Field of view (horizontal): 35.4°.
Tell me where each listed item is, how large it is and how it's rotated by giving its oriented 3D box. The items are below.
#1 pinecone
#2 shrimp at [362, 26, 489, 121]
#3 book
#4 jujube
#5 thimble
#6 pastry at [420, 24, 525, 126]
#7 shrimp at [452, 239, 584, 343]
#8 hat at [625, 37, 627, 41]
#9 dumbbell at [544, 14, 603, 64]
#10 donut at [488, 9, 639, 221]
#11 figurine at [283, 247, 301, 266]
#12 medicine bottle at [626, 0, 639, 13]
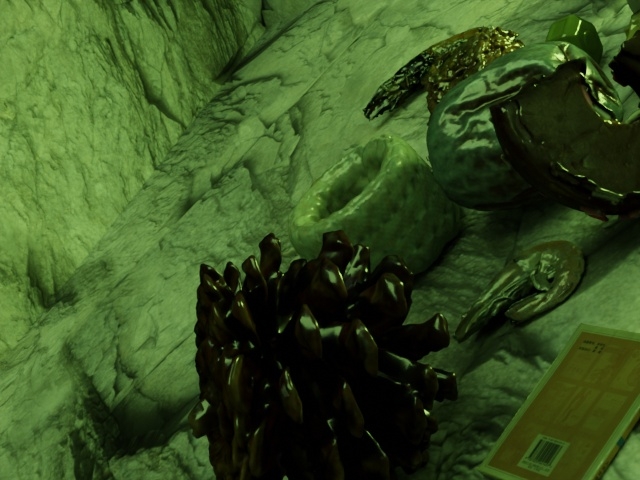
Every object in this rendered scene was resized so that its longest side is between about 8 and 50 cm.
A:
[{"bbox_3d":[-0.005,0.168,1.302,0.398,0.398,0.397,-34,22,16],"label":"pinecone"},{"bbox_3d":[0.265,-0.390,2.377,0.365,0.071,0.233,-35,27,0],"label":"shrimp"},{"bbox_3d":[0.309,0.202,1.195,0.241,0.018,0.170,-49,23,-18],"label":"book"},{"bbox_3d":[0.332,-0.181,1.622,0.308,0.215,0.246,-16,66,24],"label":"jujube"},{"bbox_3d":[0.094,-0.046,1.804,0.291,0.195,0.291,-34,24,17],"label":"thimble"},{"bbox_3d":[0.286,-0.271,1.850,0.275,0.193,0.275,-61,6,10],"label":"pastry"},{"bbox_3d":[0.287,0.080,1.442,0.223,0.047,0.126,-40,31,-3],"label":"shrimp"},{"bbox_3d":[0.593,-0.300,1.653,0.175,0.085,0.147,-10,43,12],"label":"hat"},{"bbox_3d":[0.405,-0.342,1.967,0.302,0.108,0.121,-15,42,48],"label":"dumbbell"},{"bbox_3d":[0.431,-0.164,1.412,0.345,0.259,0.136,-35,-11,-10],"label":"donut"},{"bbox_3d":[0.006,0.008,2.044,0.146,0.081,0.098,-31,-21,36],"label":"figurine"},{"bbox_3d":[0.668,-0.525,1.751,0.208,0.208,0.339,-19,30,43],"label":"medicine bottle"}]
